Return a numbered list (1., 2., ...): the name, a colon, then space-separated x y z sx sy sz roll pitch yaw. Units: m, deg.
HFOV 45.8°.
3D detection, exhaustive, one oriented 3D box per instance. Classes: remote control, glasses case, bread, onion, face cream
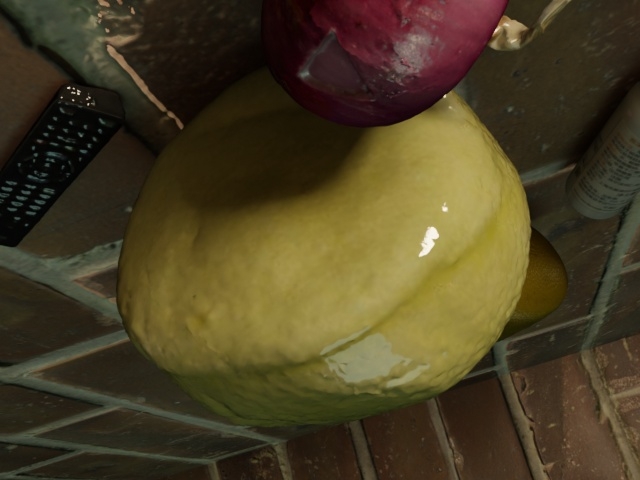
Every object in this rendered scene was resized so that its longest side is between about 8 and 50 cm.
1. remote control: -0.251 -0.056 0.660 0.063 0.025 0.245 8 149 -42
2. glasses case: 0.193 0.039 0.976 0.371 0.173 0.141 8 144 -44
3. bread: 0.007 0.005 0.615 0.321 0.320 0.237 -26 139 24
4. onion: 0.040 -0.148 0.438 0.177 0.177 0.153 -27 130 26
5. face cream: 0.355 -0.113 0.845 0.082 0.081 0.269 -12 158 -8
